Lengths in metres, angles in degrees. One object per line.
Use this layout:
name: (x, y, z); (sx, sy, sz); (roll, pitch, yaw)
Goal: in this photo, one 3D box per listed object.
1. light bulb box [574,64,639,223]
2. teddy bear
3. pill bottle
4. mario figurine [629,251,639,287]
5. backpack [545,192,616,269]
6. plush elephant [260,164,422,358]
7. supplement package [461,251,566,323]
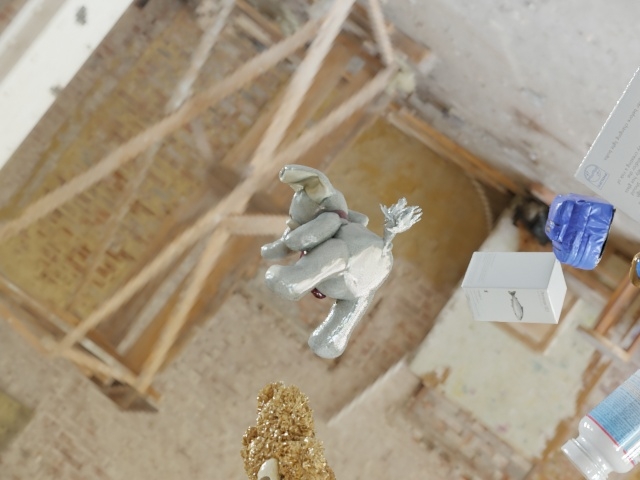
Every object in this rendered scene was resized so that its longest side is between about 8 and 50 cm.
light bulb box: (0.633, -0.111, 1.591); (0.361, 0.225, 0.358); (39, -145, 22)
teddy bear: (-0.077, 0.364, 1.863); (0.113, 0.245, 0.338); (23, -157, -21)
pill bottle: (0.388, 0.237, 1.391); (0.087, 0.160, 0.087); (49, 180, 0)
mario figurine: (0.788, 0.142, 2.313); (0.170, 0.198, 0.320); (29, -163, -29)
backpack: (0.434, -0.015, 1.857); (0.101, 0.120, 0.098); (10, -169, 1)
plush elephant: (0.000, 0.000, 2.082); (0.255, 0.330, 0.272); (37, 173, 43)
supplement package: (0.394, 0.094, 2.214); (0.179, 0.105, 0.105); (0, 133, 28)
